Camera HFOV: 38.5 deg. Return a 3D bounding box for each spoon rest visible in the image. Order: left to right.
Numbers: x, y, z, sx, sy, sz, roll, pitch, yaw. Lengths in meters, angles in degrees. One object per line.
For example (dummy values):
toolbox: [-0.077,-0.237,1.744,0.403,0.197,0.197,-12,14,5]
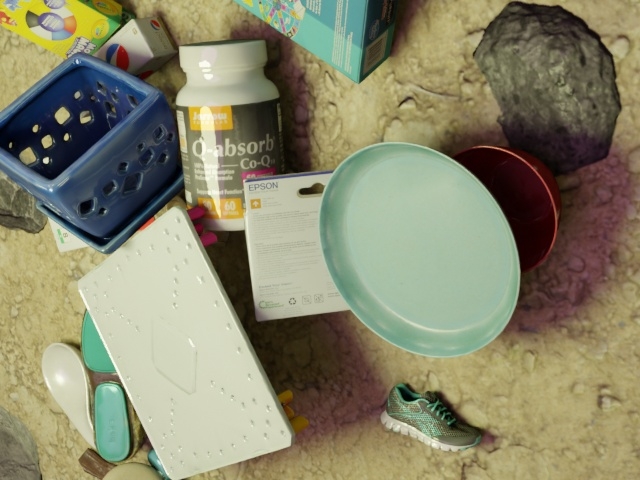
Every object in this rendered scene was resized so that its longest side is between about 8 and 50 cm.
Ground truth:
spoon rest: [-0.470,0.323,1.839,0.276,0.084,0.137,48,124,9]

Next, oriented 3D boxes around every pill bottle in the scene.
pill bottle: [-0.138,-0.165,1.417,0.162,0.162,0.278,6,109,31]

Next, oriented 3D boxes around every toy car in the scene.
toy car: [-0.356,0.548,1.802,0.210,0.219,0.238,52,153,8]

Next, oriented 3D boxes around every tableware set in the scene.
tableware set: [-0.210,-0.073,1.580,0.141,0.020,0.168,24,117,25]

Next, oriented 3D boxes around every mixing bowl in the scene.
mixing bowl: [0.251,-0.053,1.234,0.182,0.098,0.181,17,121,31]

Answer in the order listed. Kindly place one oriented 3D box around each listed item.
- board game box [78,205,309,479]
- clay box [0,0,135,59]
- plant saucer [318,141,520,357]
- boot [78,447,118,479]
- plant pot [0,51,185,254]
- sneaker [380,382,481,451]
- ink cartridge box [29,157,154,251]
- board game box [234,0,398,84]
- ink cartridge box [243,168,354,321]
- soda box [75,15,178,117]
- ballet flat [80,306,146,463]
board game box: [-0.220,0.178,1.487,0.390,0.050,0.389,-30,85,48]
clay box: [-0.431,-0.374,1.517,0.127,0.222,0.053,-35,43,37]
plant saucer: [0.136,0.011,1.263,0.318,0.044,0.317,19,122,32]
boot: [-0.460,0.499,1.918,0.114,0.037,0.106,19,102,23]
plant pot: [-0.360,-0.127,1.458,0.236,0.236,0.212,29,155,34]
sneaker: [0.171,0.272,1.424,0.167,0.065,0.076,14,109,27]
ink cartridge box: [-0.423,-0.083,1.695,0.225,0.056,0.180,-11,100,37]
board game box: [-0.044,-0.404,1.257,0.336,0.079,0.253,37,153,18]
ink cartridge box: [0.000,0.000,1.376,0.224,0.045,0.223,-6,106,-7]
soda box: [-0.343,-0.294,1.563,0.216,0.069,0.073,-29,90,37]
ballet flat: [-0.382,0.244,1.735,0.123,0.123,0.348,6,102,31]
